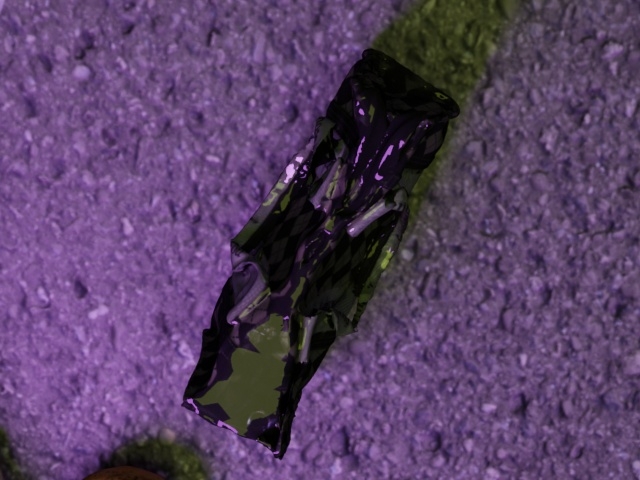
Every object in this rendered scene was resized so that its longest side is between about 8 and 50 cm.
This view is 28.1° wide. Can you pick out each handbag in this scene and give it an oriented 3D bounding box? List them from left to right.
[{"bbox_3d":[0.000,0.000,1.405,0.180,0.317,0.416,29,100,-1],"label":"handbag"}]

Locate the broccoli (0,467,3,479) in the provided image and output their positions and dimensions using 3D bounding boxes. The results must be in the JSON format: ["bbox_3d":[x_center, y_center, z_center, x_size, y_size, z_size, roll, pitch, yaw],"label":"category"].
[{"bbox_3d":[-0.509,0.322,1.503,0.281,0.293,0.348,-20,92,-42],"label":"broccoli"}]

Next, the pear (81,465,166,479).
[{"bbox_3d":[-0.240,0.356,1.558,0.178,0.178,0.178,0,103,-1],"label":"pear"}]
